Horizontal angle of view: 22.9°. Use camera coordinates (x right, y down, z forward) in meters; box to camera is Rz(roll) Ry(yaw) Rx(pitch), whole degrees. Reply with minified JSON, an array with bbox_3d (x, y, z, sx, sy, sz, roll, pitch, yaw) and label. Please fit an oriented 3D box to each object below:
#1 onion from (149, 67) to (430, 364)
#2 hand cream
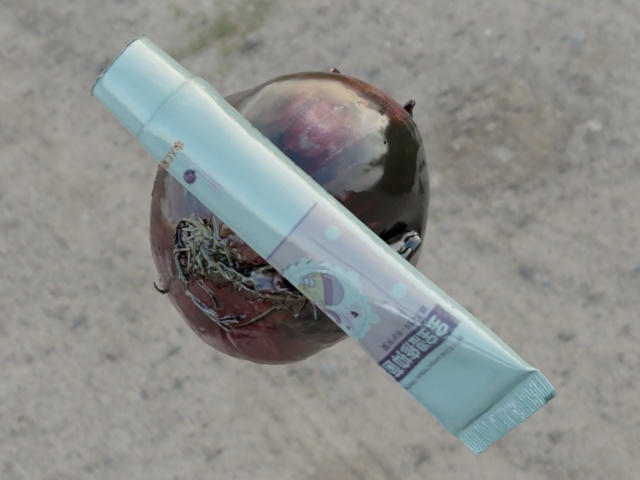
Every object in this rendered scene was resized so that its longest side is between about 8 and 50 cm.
[{"bbox_3d":[-0.018,-0.029,1.245,0.281,0.281,0.221,-37,79,-9],"label":"onion"},{"bbox_3d":[0.000,0.000,0.969,0.085,0.331,0.058,-48,3,40],"label":"hand cream"}]
